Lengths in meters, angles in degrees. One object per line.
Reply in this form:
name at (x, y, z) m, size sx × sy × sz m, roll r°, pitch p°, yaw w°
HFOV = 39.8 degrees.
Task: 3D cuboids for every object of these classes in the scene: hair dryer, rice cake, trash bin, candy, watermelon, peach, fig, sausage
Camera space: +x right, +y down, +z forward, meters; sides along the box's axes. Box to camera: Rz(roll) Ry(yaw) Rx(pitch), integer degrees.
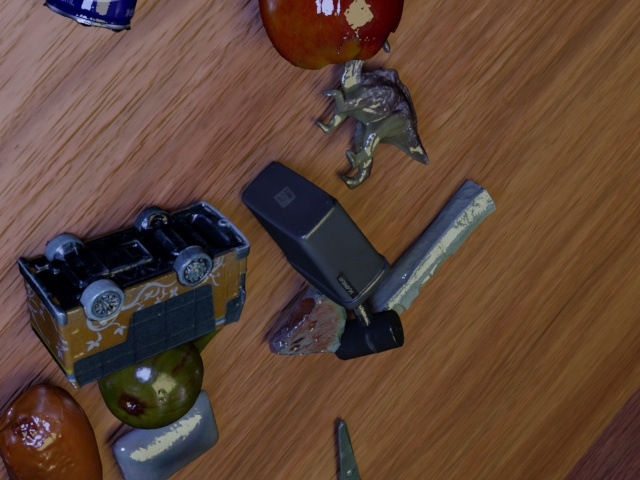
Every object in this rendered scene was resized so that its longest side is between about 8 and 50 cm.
hair dryer at (0.055, 0.115, 1.568) m, size 0.125 × 0.071 × 0.219 m, roll -15°, pitch 121°, yaw 19°
rice cake at (0.200, 0.031, 1.667) m, size 0.336 × 0.063 × 0.066 m, roll -48°, pitch 133°, yaw -3°
trash bin at (0.000, 0.000, 1.341) m, size 0.101 × 0.177 × 0.236 m, roll -46°, pitch 139°, yaw -7°
candy at (-0.245, 0.328, 1.429) m, size 0.174 × 0.071 × 0.138 m, roll -32°, pitch 138°, yaw -26°
watermelon at (-0.031, 0.143, 1.516) m, size 0.139 × 0.071 × 0.187 m, roll -27°, pitch 144°, yaw -19°
peach at (0.017, -0.318, 1.108) m, size 0.197 × 0.197 × 0.197 m, roll -27°, pitch 136°, yaw -30°
fig at (-0.224, 0.170, 1.319) m, size 0.259 × 0.151 × 0.151 m, roll -52°, pitch 158°, yaw -58°
sausage at (-0.374, 0.307, 1.237) m, size 0.133 × 0.133 × 0.258 m, roll -27°, pitch 135°, yaw -29°

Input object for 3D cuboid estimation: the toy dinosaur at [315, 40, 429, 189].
toy dinosaur at (0.077, -0.193, 1.345) m, size 0.162 × 0.077 × 0.294 m, roll -43°, pitch 141°, yaw -13°

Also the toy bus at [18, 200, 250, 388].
toy bus at (-0.238, 0.066, 1.175) m, size 0.275 × 0.138 × 0.167 m, roll -22°, pitch 135°, yaw -32°

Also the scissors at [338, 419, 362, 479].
scissors at (0.065, 0.531, 1.949) m, size 0.193 × 0.029 × 0.447 m, roll -33°, pitch 139°, yaw -25°

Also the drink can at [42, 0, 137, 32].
drink can at (-0.214, -0.342, 0.908) m, size 0.097 × 0.097 × 0.235 m, roll -3°, pitch 121°, yaw -45°
